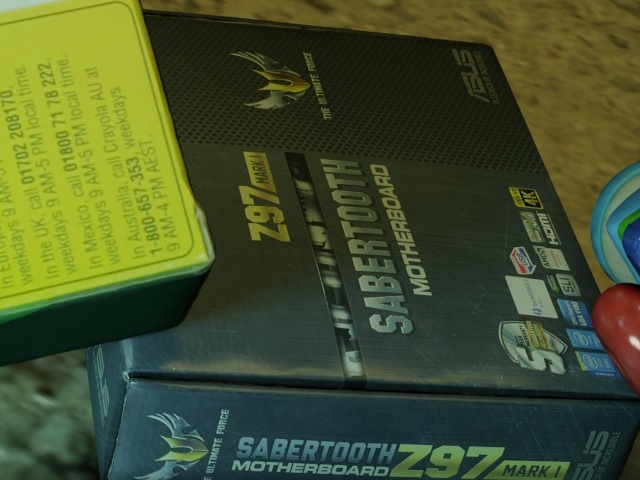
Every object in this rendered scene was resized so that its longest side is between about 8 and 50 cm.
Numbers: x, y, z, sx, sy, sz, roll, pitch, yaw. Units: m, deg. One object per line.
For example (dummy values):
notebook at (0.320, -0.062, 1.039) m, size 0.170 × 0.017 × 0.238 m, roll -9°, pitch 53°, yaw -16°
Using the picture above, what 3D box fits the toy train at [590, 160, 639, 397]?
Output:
toy train at (0.180, 0.077, 0.685) m, size 0.105 × 0.248 × 0.143 m, roll -34°, pitch 9°, yaw 0°

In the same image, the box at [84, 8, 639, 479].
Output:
box at (0.000, 0.000, 0.749) m, size 0.183 × 0.059 × 0.233 m, roll 4°, pitch 36°, yaw -15°

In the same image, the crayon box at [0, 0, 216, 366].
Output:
crayon box at (-0.211, -0.042, 0.588) m, size 0.318 × 0.081 × 0.202 m, roll -12°, pitch 77°, yaw -15°
